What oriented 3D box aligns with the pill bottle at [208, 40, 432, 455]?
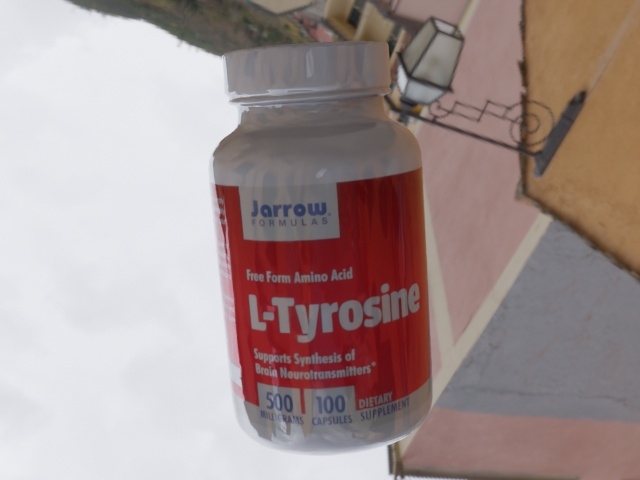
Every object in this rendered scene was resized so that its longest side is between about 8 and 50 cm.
[{"bbox_3d":[0.000,0.000,0.791,0.229,0.408,0.229,-5,-168,1],"label":"pill bottle"}]
